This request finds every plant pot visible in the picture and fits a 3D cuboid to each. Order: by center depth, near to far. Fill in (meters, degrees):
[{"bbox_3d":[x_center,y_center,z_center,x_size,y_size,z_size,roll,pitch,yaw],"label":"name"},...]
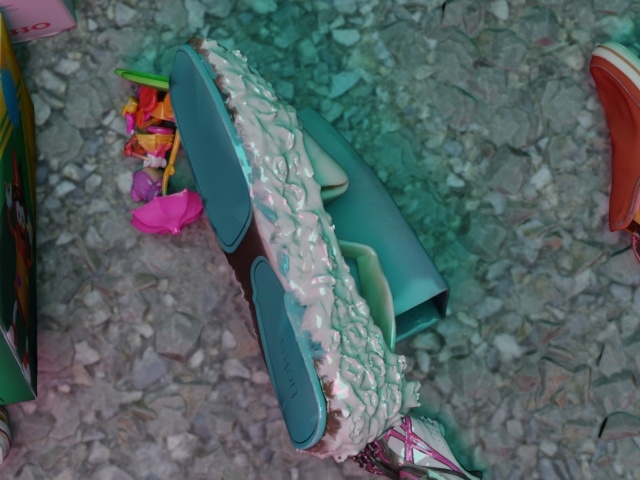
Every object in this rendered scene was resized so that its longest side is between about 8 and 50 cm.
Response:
[{"bbox_3d":[0.000,0.000,1.438,0.166,0.165,0.234,-27,76,-3],"label":"plant pot"}]

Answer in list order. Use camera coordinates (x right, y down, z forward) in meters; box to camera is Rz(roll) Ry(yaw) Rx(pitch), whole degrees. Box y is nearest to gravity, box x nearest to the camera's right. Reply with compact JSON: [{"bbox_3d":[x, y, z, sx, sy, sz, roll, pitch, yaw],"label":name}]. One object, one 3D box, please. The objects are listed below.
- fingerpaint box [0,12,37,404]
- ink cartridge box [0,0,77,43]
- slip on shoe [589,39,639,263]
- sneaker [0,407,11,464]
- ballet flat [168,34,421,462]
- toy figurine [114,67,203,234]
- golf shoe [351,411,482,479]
[{"bbox_3d":[-0.505,-0.007,1.377,0.445,0.163,0.371,-9,55,-1],"label":"fingerpaint box"},{"bbox_3d":[-0.386,-0.290,1.411,0.226,0.306,0.131,-12,80,-1],"label":"ink cartridge box"},{"bbox_3d":[0.337,-0.046,1.461,0.101,0.123,0.331,-20,86,2],"label":"slip on shoe"},{"bbox_3d":[-0.401,0.200,1.425,0.186,0.084,0.069,-6,110,-11],"label":"sneaker"},{"bbox_3d":[-0.021,0.001,1.309,0.147,0.147,0.408,-19,76,-2],"label":"ballet flat"},{"bbox_3d":[-0.165,-0.087,1.478,0.130,0.173,0.159,5,100,-41],"label":"toy figurine"},{"bbox_3d":[0.080,0.204,1.455,0.186,0.067,0.086,46,56,9],"label":"golf shoe"}]
